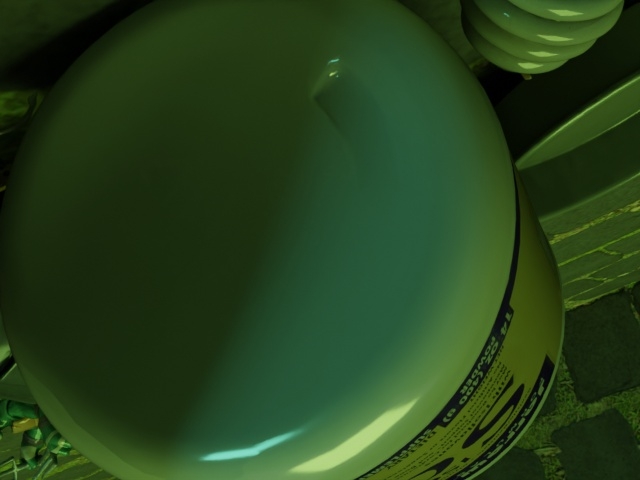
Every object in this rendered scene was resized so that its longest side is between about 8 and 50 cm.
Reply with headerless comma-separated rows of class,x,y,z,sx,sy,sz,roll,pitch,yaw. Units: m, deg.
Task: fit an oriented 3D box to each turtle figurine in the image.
turtle figurine,-0.296,0.189,0.958,0.234,0.118,0.175,-30,-176,-24

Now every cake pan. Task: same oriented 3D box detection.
cake pan,0.235,-0.102,0.682,0.293,0.054,0.293,-25,163,-8

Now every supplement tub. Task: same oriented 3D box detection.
supplement tub,0.011,0.028,0.505,0.241,0.241,0.331,-24,158,13

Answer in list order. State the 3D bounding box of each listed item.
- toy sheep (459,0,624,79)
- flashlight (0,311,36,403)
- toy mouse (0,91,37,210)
toy sheep,0.113,-0.133,0.435,0.091,0.091,0.132,-15,150,-16
flashlight,-0.225,0.018,0.391,0.103,0.103,0.304,-26,151,17
toy mouse,-0.209,-0.038,0.445,0.143,0.031,0.161,8,145,-40
